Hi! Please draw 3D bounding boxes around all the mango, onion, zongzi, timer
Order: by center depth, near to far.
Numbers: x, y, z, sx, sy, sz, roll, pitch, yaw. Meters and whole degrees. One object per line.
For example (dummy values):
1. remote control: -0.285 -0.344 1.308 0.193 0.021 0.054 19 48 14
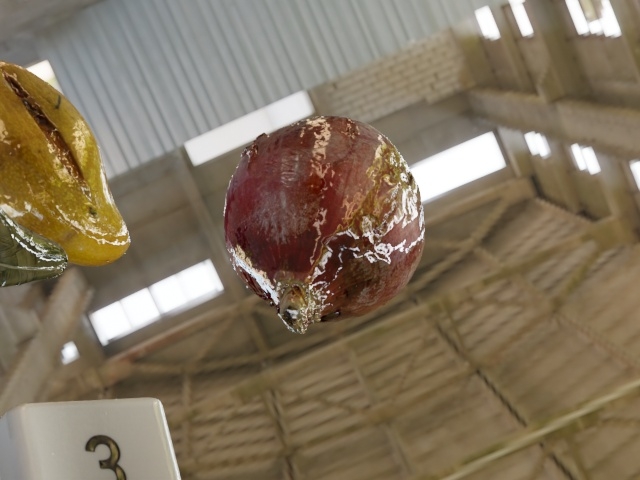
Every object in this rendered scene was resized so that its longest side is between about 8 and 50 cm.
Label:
1. onion: 0.000 0.000 0.923 0.160 0.159 0.195 -20 -153 20
2. zongzi: -0.230 -0.004 0.981 0.076 0.083 0.040 -14 -138 -42
3. timer: -0.278 0.305 1.418 0.192 0.195 0.194 2 147 -36
4. mango: -0.333 -0.096 1.455 0.177 0.295 0.120 -20 152 -53
